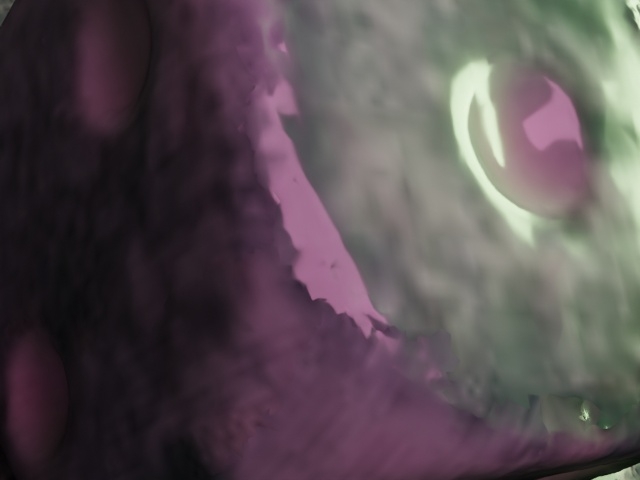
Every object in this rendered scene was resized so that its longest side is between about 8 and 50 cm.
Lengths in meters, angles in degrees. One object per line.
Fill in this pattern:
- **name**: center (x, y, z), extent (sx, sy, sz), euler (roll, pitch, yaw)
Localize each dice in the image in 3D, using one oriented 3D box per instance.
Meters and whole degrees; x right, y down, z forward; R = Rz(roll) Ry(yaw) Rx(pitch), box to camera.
- **dice**: center (0.000, 0.000, 0.800), extent (0.328, 0.348, 0.330), euler (1, 72, -36)
